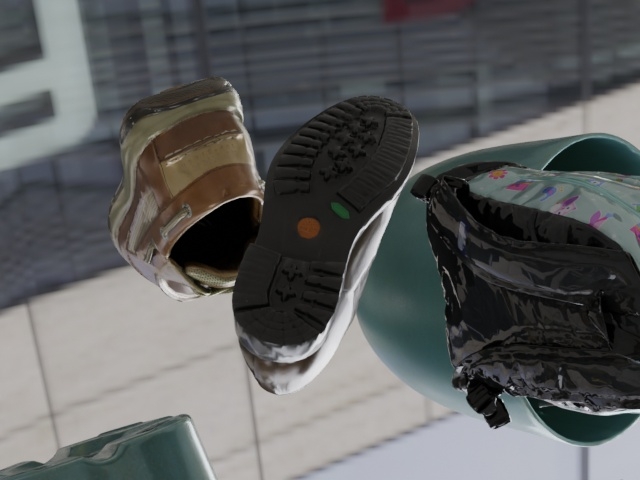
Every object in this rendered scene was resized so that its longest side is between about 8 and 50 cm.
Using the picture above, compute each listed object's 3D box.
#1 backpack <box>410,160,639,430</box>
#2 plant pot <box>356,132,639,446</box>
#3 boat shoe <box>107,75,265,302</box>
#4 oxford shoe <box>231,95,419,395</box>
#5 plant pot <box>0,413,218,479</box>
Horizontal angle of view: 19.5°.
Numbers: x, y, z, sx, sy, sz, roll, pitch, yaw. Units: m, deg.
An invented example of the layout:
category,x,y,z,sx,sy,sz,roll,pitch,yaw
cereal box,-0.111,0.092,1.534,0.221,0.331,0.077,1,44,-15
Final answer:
category,x,y,z,sx,sy,sz,roll,pitch,yaw
backpack,0.145,0.024,0.990,0.115,0.152,0.182,-26,-162,-28
plant pot,0.175,0.041,1.808,0.235,0.293,0.293,3,-147,44
boat shoe,-0.102,-0.009,1.520,0.123,0.324,0.120,-23,-110,-10
oxford shoe,0.000,0.000,1.176,0.083,0.096,0.227,19,-126,14
plant pot,-0.198,0.365,1.837,0.341,0.334,0.341,-18,179,0
